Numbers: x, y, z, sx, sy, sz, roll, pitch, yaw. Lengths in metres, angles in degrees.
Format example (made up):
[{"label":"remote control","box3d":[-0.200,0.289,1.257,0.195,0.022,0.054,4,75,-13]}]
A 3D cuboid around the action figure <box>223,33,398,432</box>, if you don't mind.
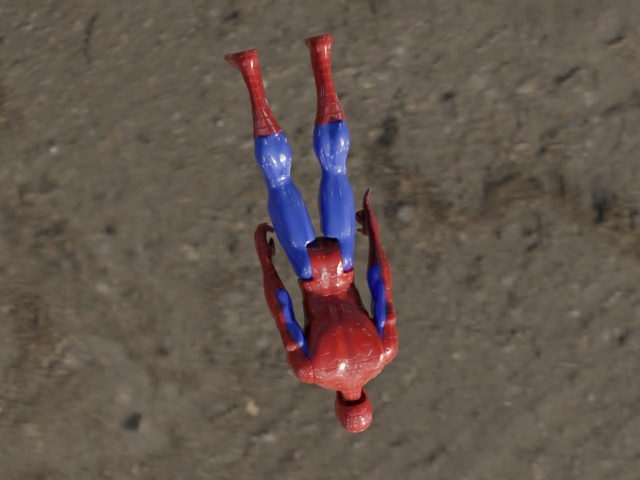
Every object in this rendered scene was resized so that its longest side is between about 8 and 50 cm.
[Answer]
[{"label":"action figure","box3d":[0.000,0.000,0.473,0.038,0.030,0.115,-12,96,-9]}]
